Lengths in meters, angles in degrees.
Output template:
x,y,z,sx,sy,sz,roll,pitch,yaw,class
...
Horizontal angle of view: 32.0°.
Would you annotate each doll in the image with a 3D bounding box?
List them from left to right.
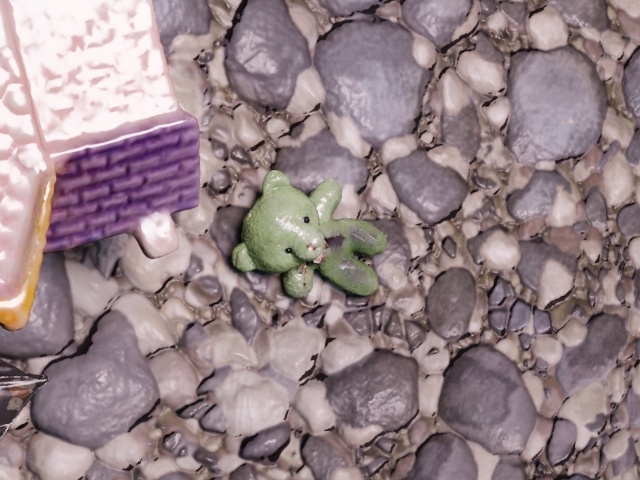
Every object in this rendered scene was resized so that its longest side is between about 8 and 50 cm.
x,y,z,sx,sy,sz,roll,pitch,yaw,class
0.000,0.000,1.009,0.150,0.077,0.115,17,91,-33,doll

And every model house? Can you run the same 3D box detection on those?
x,y,z,sx,sy,sz,roll,pitch,yaw,class
-0.230,-0.071,0.845,0.237,0.202,0.237,-20,101,-28,model house

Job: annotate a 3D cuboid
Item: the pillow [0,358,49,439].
x,y,z,sx,sy,sz,roll,pitch,yaw,class
-0.295,0.149,0.880,0.090,0.048,0.150,36,77,-21,pillow
